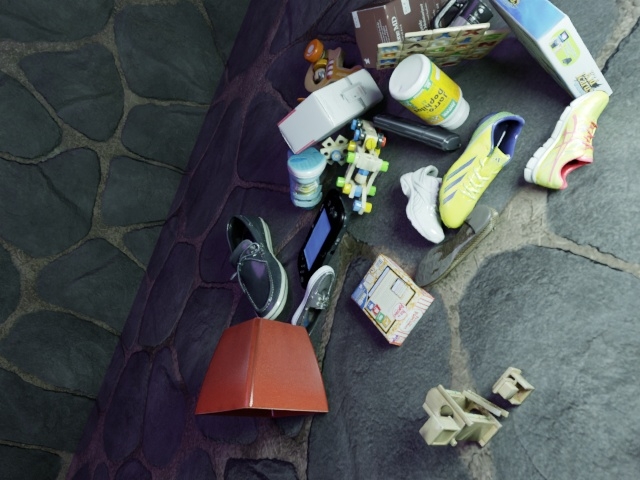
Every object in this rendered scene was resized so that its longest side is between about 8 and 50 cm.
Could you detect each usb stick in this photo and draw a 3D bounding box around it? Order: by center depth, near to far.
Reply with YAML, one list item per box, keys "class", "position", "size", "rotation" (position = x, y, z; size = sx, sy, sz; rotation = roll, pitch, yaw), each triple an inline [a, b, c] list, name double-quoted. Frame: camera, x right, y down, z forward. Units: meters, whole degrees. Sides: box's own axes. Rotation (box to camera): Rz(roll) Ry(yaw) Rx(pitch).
- class: "usb stick"
  position: [0.257, -0.299, 1.157]
  size: [0.278, 0.077, 0.045]
  rotation: [35, 133, 43]

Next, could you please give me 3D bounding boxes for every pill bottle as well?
- class: "pill bottle"
  position: [0.282, -0.366, 1.074]
  size: [0.117, 0.208, 0.118]
  rotation: [-27, 53, 42]

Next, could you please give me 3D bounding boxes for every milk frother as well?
- class: "milk frother"
  position: [0.384, -0.601, 1.185]
  size: [0.135, 0.129, 0.143]
  rotation: [-50, -3, 21]

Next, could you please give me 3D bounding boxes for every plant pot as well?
- class: "plant pot"
  position: [-0.162, 0.361, 1.190]
  size: [0.267, 0.267, 0.236]
  rotation: [-26, 55, 41]

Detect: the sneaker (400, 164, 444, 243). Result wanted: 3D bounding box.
- class: "sneaker"
  position: [0.274, -0.102, 1.053]
  size: [0.115, 0.090, 0.232]
  rotation: [-34, 49, 32]

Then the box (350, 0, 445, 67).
- class: "box"
  position: [0.230, -0.629, 1.247]
  size: [0.203, 0.169, 0.167]
  rotation: [-34, 34, -18]

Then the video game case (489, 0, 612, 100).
- class: "video game case"
  position: [0.452, -0.418, 0.864]
  size: [0.061, 0.244, 0.270]
  rotation: [-40, 45, 30]

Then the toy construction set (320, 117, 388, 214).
- class: "toy construction set"
  position: [0.110, -0.249, 1.298]
  size: [0.328, 0.151, 0.215]
  rotation: [-113, 33, -51]

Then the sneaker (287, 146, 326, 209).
- class: "sneaker"
  position: [-0.041, -0.181, 1.385]
  size: [0.319, 0.126, 0.208]
  rotation: [-98, 3, -68]

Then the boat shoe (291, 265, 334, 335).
- class: "boat shoe"
  position: [-0.012, 0.188, 1.265]
  size: [0.076, 0.080, 0.229]
  rotation: [42, 106, 45]

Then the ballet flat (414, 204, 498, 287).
- class: "ballet flat"
  position: [0.313, 0.021, 0.975]
  size: [0.250, 0.058, 0.084]
  rotation: [-53, 36, 26]

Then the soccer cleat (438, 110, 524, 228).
- class: "soccer cleat"
  position: [0.361, -0.161, 0.960]
  size: [0.289, 0.093, 0.121]
  rotation: [-64, 23, 1]

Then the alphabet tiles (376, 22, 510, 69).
- class: "alphabet tiles"
  position: [0.280, -0.460, 1.034]
  size: [0.342, 0.284, 0.011]
  rotation: [-55, -39, -78]

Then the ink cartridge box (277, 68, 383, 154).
- class: "ink cartridge box"
  position: [0.034, -0.408, 1.340]
  size: [0.283, 0.117, 0.207]
  rotation: [-40, 11, -39]

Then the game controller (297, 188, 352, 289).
- class: "game controller"
  position: [0.000, 0.000, 1.297]
  size: [0.319, 0.067, 0.167]
  rotation: [-63, 36, 33]

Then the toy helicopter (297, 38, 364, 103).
- class: "toy helicopter"
  position: [0.043, -0.590, 1.555]
  size: [0.355, 0.140, 0.235]
  rotation: [35, 102, 50]

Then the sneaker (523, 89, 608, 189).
- class: "sneaker"
  position: [0.503, -0.189, 0.832]
  size: [0.094, 0.081, 0.209]
  rotation: [47, 116, 43]

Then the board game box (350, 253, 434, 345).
- class: "board game box"
  position: [0.176, 0.145, 1.078]
  size: [0.147, 0.045, 0.193]
  rotation: [-57, 38, 13]

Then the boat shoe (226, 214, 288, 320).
- class: "boat shoe"
  position: [-0.249, 0.083, 1.548]
  size: [0.187, 0.155, 0.500]
  rotation: [-45, 43, 24]

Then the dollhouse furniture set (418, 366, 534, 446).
- class: "dollhouse furniture set"
  position: [0.268, 0.280, 0.780]
  size: [0.161, 0.181, 0.101]
  rotation: [-57, 38, 14]
